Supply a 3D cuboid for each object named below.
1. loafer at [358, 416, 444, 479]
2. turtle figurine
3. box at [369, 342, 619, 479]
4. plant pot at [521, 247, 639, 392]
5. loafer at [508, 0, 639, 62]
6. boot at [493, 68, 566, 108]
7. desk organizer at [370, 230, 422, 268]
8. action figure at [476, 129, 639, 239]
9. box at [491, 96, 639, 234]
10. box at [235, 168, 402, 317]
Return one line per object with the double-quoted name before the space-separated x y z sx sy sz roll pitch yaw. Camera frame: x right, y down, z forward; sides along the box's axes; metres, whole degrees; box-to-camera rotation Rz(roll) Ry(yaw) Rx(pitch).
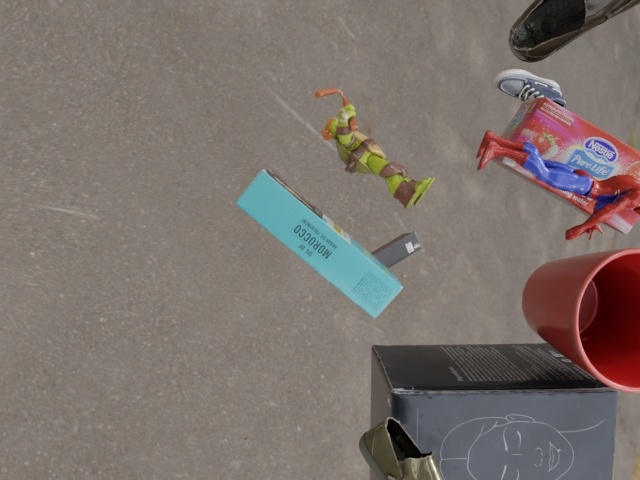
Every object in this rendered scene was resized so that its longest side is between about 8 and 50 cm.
"loafer" 0.160 0.402 0.786 0.094 0.251 0.087 7 116 -43
"turtle figurine" 0.076 -0.140 0.764 0.087 0.217 0.269 -50 167 6
"box" 0.367 0.514 1.102 0.471 0.297 0.480 0 97 -4
"plant pot" 0.578 0.145 0.988 0.274 0.243 0.275 0 92 -7
"loafer" 0.303 -0.272 0.512 0.080 0.220 0.078 52 45 1
"boot" 0.551 -0.389 1.228 0.189 0.069 0.086 6 51 -10
"desk organizer" 0.180 0.027 1.152 0.130 0.050 0.047 -28 97 -21
"action figure" 0.370 -0.062 0.724 0.091 0.280 0.139 -62 168 -56
"box" 0.451 -0.136 0.837 0.256 0.122 0.128 30 105 -1
"box" 0.000 0.000 0.665 0.244 0.100 0.060 40 97 -5
